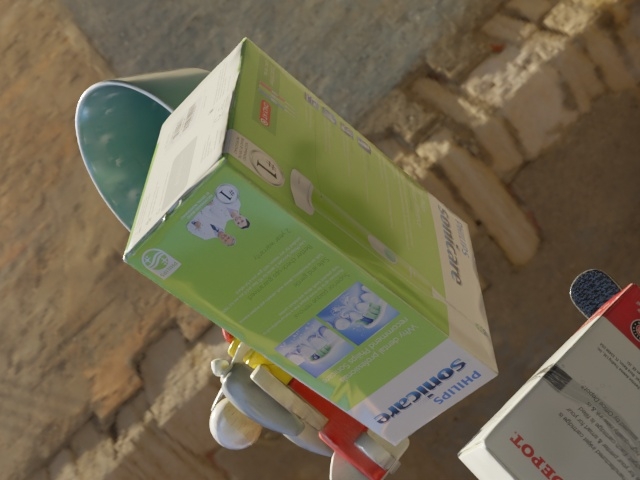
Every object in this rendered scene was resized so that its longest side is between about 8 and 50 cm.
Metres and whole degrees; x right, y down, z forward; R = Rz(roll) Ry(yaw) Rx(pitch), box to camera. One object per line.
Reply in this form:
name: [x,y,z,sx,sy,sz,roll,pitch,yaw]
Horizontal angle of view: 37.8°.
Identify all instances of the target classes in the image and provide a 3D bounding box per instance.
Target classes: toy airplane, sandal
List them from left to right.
toy airplane: [-0.042,0.269,1.501,0.386,0.272,0.384,61,179,-25]
sandal: [0.485,0.152,1.443,0.054,0.097,0.255,21,-142,-52]

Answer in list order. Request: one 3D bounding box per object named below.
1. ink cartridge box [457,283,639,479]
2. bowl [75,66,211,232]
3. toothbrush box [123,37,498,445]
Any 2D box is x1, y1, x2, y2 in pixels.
ink cartridge box: [0.322,0.217,1.055,0.197,0.273,0.114,46,160,11]
bowl: [-0.187,-0.126,1.355,0.311,0.163,0.312,28,140,26]
toothbrush box: [0.000,0.000,0.770,0.283,0.122,0.206,36,-152,-23]
